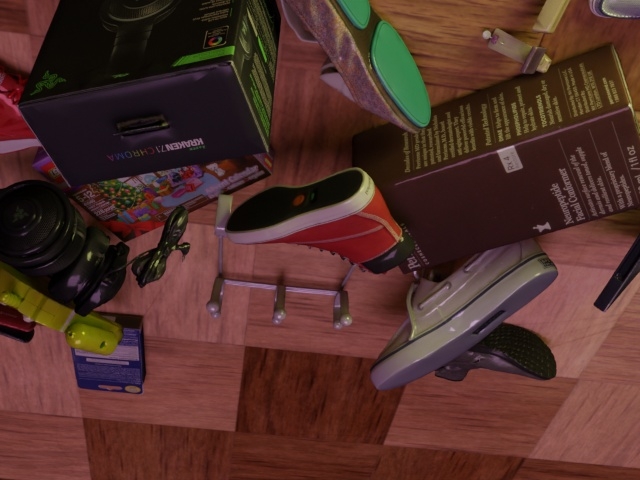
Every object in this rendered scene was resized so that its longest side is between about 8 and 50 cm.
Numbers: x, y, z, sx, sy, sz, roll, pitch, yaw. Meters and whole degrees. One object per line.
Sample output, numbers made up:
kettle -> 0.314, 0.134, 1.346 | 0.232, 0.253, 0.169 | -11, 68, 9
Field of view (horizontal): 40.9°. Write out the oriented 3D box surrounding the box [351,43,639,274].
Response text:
box -> 0.251, -0.103, 1.198 | 0.381, 0.143, 0.191 | -17, 134, 22

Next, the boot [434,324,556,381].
boot -> 0.302, 0.220, 1.612 | 0.246, 0.083, 0.161 | 22, 142, -13

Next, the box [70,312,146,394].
box -> -0.409, 0.219, 1.656 | 0.136, 0.036, 0.225 | 6, 137, -4

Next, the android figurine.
android figurine -> -0.448, 0.110, 1.420 | 0.248, 0.056, 0.273 | 28, 175, 27

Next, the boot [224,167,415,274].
boot -> 0.000, 0.000, 1.193 | 0.244, 0.088, 0.176 | -10, 137, 32

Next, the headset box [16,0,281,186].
headset box -> -0.185, -0.206, 0.992 | 0.246, 0.283, 0.131 | -8, 137, 12

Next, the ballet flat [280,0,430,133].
ballet flat -> 0.031, -0.254, 1.081 | 0.106, 0.107, 0.316 | -8, 133, 35

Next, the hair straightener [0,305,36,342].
hair straightener -> -0.642, 0.148, 1.578 | 0.230, 0.047, 0.089 | 13, 137, -12

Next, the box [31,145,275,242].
box -> -0.243, -0.120, 1.256 | 0.293, 0.057, 0.201 | -23, 132, 25

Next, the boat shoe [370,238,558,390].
boat shoe -> 0.203, 0.098, 1.424 | 0.367, 0.156, 0.136 | -43, 151, 25

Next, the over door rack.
over door rack -> -0.058, 0.060, 1.374 | 0.239, 0.108, 0.324 | 6, 150, -5

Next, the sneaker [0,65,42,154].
sneaker -> -0.393, -0.191, 1.164 | 0.221, 0.087, 0.128 | -13, 137, 15

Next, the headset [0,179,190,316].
headset -> -0.365, -0.005, 1.282 | 0.394, 0.185, 0.243 | 14, 157, 39

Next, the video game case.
video game case -> 0.503, -0.034, 1.246 | 0.026, 0.196, 0.274 | 37, 142, 21

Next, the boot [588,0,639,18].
boot -> 0.422, -0.289, 1.021 | 0.190, 0.086, 0.069 | -10, 137, 13

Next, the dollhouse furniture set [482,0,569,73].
dollhouse furniture set -> 0.266, -0.282, 1.094 | 0.081, 0.091, 0.114 | 35, 116, 23
